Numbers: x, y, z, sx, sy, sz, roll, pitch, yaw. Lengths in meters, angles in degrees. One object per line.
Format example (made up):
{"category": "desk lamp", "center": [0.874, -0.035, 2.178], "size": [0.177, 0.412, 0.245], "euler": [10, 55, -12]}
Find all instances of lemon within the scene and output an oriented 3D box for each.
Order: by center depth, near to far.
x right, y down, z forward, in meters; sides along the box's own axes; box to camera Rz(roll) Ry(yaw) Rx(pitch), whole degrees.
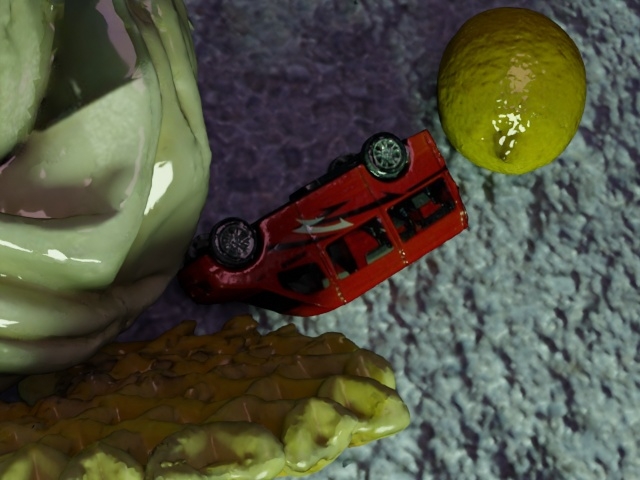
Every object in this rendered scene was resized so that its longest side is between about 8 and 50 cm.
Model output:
{"category": "lemon", "center": [0.136, -0.109, 0.861], "size": [0.109, 0.109, 0.133], "euler": [12, 64, -11]}

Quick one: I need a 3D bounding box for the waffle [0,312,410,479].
{"category": "waffle", "center": [-0.091, 0.100, 0.677], "size": [0.261, 0.250, 0.056], "euler": [-9, 101, -19]}

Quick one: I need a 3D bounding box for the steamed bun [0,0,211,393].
{"category": "steamed bun", "center": [-0.225, -0.096, 0.672], "size": [0.346, 0.237, 0.394], "euler": [17, 60, -1]}

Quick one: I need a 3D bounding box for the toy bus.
{"category": "toy bus", "center": [0.000, 0.000, 0.811], "size": [0.195, 0.081, 0.089], "euler": [-30, 92, -22]}
